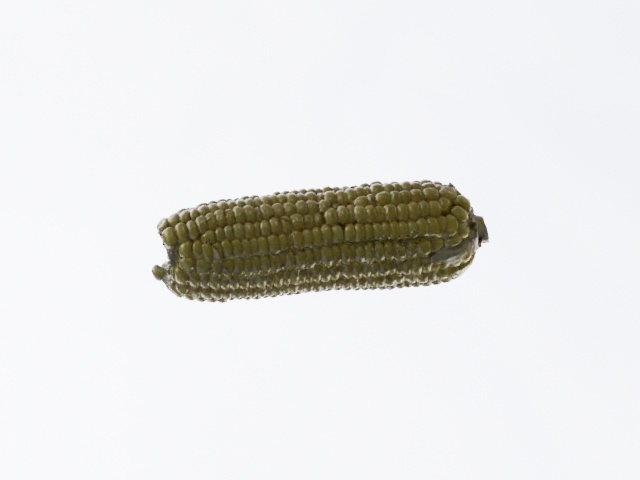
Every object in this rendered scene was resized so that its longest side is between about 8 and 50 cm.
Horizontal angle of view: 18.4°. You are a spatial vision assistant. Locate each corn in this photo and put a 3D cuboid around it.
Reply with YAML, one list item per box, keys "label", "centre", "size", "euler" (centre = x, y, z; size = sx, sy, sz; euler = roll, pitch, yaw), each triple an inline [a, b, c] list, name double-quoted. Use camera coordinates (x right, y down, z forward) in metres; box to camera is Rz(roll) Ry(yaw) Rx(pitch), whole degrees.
- label: "corn"
  centre: [0.000, 0.000, 1.383]
  size: [0.238, 0.080, 0.080]
  euler: [-3, -132, -6]
